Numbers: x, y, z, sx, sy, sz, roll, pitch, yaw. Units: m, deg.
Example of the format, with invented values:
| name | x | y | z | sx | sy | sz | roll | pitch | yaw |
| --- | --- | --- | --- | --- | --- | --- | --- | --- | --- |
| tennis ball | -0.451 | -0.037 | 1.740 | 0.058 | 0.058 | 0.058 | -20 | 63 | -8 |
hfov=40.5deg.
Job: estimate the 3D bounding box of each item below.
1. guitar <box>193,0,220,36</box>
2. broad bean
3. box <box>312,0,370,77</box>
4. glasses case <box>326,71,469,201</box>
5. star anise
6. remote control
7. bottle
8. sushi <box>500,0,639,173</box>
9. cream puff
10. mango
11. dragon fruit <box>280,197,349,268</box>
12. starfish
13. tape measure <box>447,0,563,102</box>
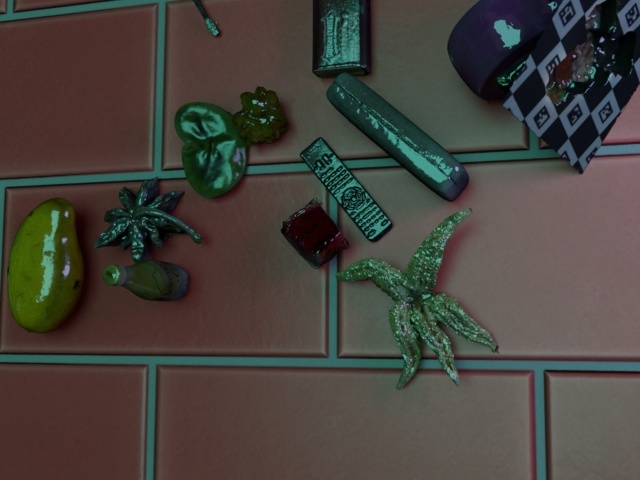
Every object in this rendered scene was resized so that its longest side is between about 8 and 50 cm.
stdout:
| name | x | y | z | sx | sy | sz | roll | pitch | yaw |
| --- | --- | --- | --- | --- | --- | --- | --- | --- | --- |
| guitar | -0.278 | -0.541 | 1.902 | 0.088 | 0.025 | 0.233 | -33 | 77 | 11 |
| broad bean | -0.229 | -0.195 | 1.833 | 0.153 | 0.072 | 0.207 | -23 | 88 | 14 |
| box | 0.043 | -0.449 | 1.772 | 0.120 | 0.069 | 0.224 | 0 | 85 | 17 |
| glasses case | 0.148 | -0.200 | 1.676 | 0.323 | 0.131 | 0.074 | 42 | 94 | 17 |
| star anise | -0.365 | -0.041 | 1.834 | 0.231 | 0.089 | 0.209 | -11 | 71 | 14 |
| remote control | 0.051 | -0.104 | 1.751 | 0.063 | 0.025 | 0.245 | -40 | 74 | 8 |
| bottle | -0.347 | 0.079 | 1.724 | 0.083 | 0.269 | 0.083 | -1 | 85 | 16 |
| sushi | 0.461 | -0.329 | 1.534 | 0.068 | 0.320 | 0.339 | 36 | 97 | 46 |
| cream puff | -0.124 | -0.255 | 1.781 | 0.116 | 0.094 | 0.122 | 18 | 72 | 6 |
| mango | -0.591 | 0.055 | 1.884 | 0.177 | 0.120 | 0.295 | 7 | 84 | 25 |
| dragon fruit | 0.000 | 0.000 | 1.730 | 0.102 | 0.096 | 0.147 | -41 | 43 | -1 |
| starfish | 0.213 | 0.132 | 1.646 | 0.301 | 0.084 | 0.294 | -27 | 81 | 16 |
| tape measure | 0.360 | -0.367 | 1.582 | 0.245 | 0.231 | 0.149 | -36 | 74 | 14 |
